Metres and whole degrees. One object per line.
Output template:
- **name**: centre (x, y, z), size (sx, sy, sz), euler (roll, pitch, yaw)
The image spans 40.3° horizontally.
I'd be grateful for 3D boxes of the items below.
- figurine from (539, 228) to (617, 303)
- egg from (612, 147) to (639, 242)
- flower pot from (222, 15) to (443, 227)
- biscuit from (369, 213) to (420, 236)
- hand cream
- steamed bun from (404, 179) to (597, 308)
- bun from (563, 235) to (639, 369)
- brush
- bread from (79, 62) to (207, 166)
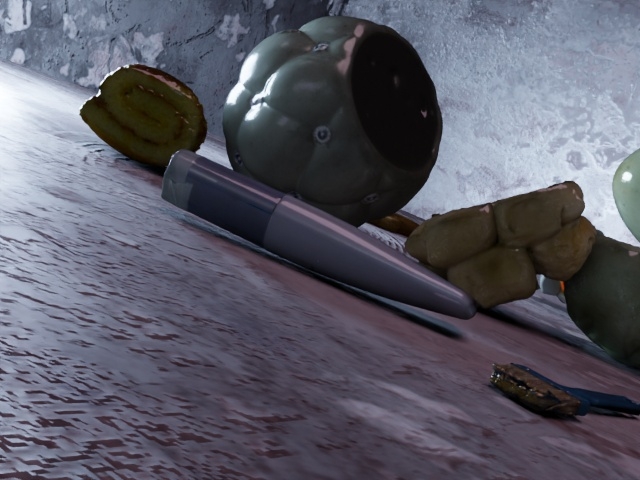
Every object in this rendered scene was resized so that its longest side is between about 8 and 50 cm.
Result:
- **figurine**: centre (0.439, 0.069, 1.301), size (0.176, 0.133, 0.236), euler (29, 4, -24)
- **egg**: centre (0.553, -0.051, 1.228), size (0.296, 0.218, 0.218), euler (20, 6, -8)
- **flower pot**: centre (0.011, -0.127, 0.982), size (0.195, 0.246, 0.246), euler (-16, -22, 40)
- **biscuit**: centre (0.100, -0.051, 1.653), size (0.236, 0.039, 0.180), euler (19, 5, -44)
- **hand cream**: centre (0.000, 0.000, 0.662), size (0.255, 0.048, 0.079), euler (23, 4, 8)
- **steamed bun**: centre (0.183, 0.009, 0.908), size (0.192, 0.106, 0.177), euler (-13, -1, -8)
- **bun**: centre (0.341, 0.075, 0.916), size (0.195, 0.118, 0.195), euler (27, 2, -1)
- **brush**: centre (0.159, 0.096, 0.536), size (0.164, 0.014, 0.051), euler (17, 9, -46)
- **bread**: centre (-0.194, -0.141, 0.995), size (0.132, 0.103, 0.172), euler (28, 1, -8)
